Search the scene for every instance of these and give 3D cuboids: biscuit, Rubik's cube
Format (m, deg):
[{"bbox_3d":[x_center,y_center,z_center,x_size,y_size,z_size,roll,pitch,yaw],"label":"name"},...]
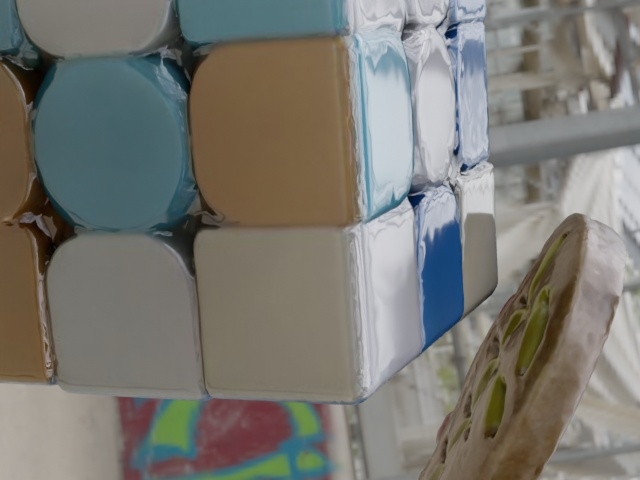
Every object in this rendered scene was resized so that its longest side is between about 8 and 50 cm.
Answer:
[{"bbox_3d":[0.158,0.149,1.203,0.350,0.070,0.394,-60,175,-72],"label":"biscuit"},{"bbox_3d":[-0.075,-0.091,0.975,0.347,0.344,0.347,-27,116,-65],"label":"Rubik's cube"}]
